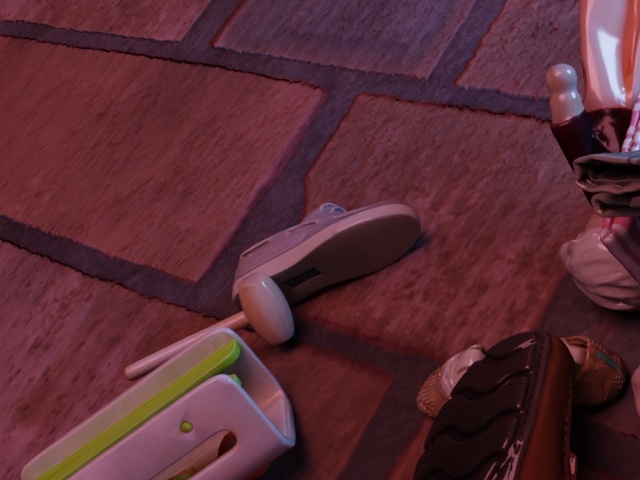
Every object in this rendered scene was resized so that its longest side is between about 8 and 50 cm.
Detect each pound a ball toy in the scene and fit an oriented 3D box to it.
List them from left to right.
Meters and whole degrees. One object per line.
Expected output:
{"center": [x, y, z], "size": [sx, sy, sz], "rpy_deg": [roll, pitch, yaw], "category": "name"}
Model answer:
{"center": [-0.142, 0.197, 1.346], "size": [0.319, 0.136, 0.208], "rpy_deg": [-36, 18, 8], "category": "pound a ball toy"}

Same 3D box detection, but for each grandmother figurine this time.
{"center": [0.267, -0.105, 1.217], "size": [0.104, 0.207, 0.343], "rpy_deg": [-15, 68, 47], "category": "grandmother figurine"}

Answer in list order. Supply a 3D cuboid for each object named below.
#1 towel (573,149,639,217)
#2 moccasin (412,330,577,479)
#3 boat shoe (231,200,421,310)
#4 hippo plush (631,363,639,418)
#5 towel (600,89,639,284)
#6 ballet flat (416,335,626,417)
{"center": [0.392, -0.034, 1.004], "size": [0.312, 0.324, 0.056], "rpy_deg": [10, 101, 44], "category": "towel"}
{"center": [0.153, 0.249, 1.040], "size": [0.139, 0.147, 0.380], "rpy_deg": [-32, 40, 45], "category": "moccasin"}
{"center": [0.000, 0.001, 1.424], "size": [0.227, 0.079, 0.081], "rpy_deg": [-26, 46, 24], "category": "boat shoe"}
{"center": [0.326, 0.117, 0.891], "size": [0.294, 0.236, 0.234], "rpy_deg": [17, 85, 30], "category": "hippo plush"}
{"center": [0.305, -0.041, 1.160], "size": [0.029, 0.144, 0.197], "rpy_deg": [-10, 50, 46], "category": "towel"}
{"center": [0.166, 0.114, 1.195], "size": [0.206, 0.067, 0.073], "rpy_deg": [-13, 47, 31], "category": "ballet flat"}
